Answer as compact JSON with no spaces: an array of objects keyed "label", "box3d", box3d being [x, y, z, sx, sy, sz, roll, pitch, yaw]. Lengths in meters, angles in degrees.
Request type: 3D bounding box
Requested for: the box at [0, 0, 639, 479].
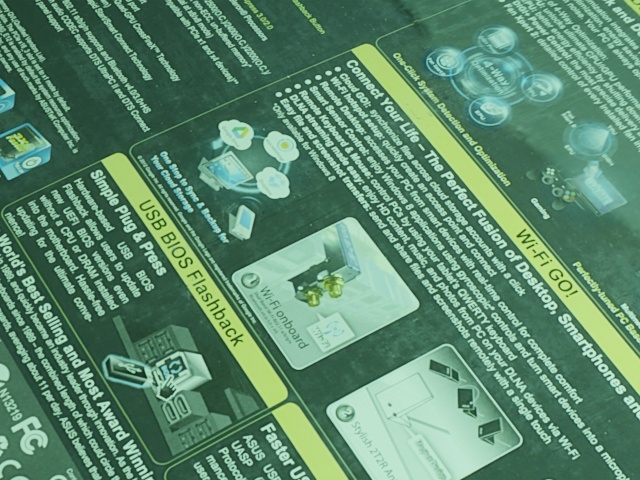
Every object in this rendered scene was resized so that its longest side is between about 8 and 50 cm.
[{"label":"box","box3d":[0.000,0.000,0.564,0.318,0.395,0.097,-28,149,-17]}]
